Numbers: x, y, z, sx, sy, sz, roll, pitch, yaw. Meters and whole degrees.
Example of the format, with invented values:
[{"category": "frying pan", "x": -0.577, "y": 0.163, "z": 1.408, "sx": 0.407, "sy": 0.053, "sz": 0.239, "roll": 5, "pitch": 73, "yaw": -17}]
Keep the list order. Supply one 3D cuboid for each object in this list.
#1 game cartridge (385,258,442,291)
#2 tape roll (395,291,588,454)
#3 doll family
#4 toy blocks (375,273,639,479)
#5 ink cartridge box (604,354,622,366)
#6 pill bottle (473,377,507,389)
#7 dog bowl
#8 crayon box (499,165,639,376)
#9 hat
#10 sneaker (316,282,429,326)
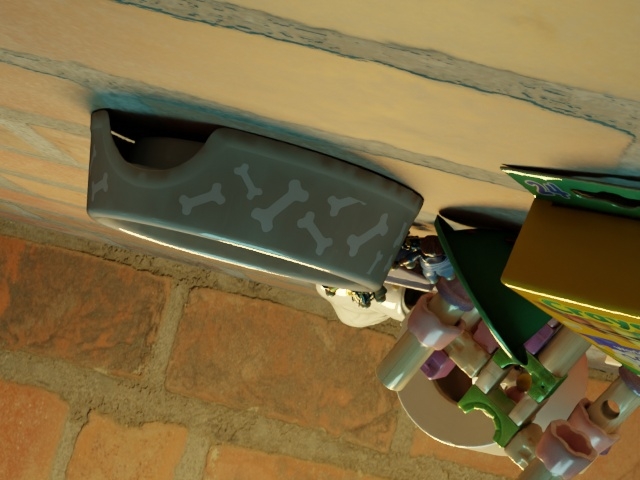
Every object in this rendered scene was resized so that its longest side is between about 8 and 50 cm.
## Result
[{"category": "game cartridge", "x": 0.000, "y": 0.000, "z": 1.851, "sx": 0.230, "sy": 0.068, "sz": 0.355, "roll": 6, "pitch": 171, "yaw": 33}, {"category": "tape roll", "x": 0.248, "y": 0.185, "z": 2.101, "sx": 0.246, "sy": 0.246, "sz": 0.169, "roll": 12, "pitch": 174, "yaw": 29}, {"category": "doll family", "x": 0.076, "y": 0.027, "z": 1.663, "sx": 0.193, "sy": 0.076, "sz": 0.111, "roll": -23, "pitch": 154, "yaw": 1}, {"category": "toy blocks", "x": 0.284, "y": 0.135, "z": 1.800, "sx": 0.288, "sy": 0.260, "sz": 0.309, "roll": 44, "pitch": -156, "yaw": 19}, {"category": "ink cartridge box", "x": 0.538, "y": 0.172, "z": 2.146, "sx": 0.261, "sy": 0.066, "sz": 0.296, "roll": 17, "pitch": 174, "yaw": -35}, {"category": "pill bottle", "x": 0.285, "y": 0.179, "z": 2.393, "sx": 0.283, "sy": 0.160, "sz": 0.160, "roll": 19, "pitch": 173, "yaw": -41}, {"category": "dog bowl", "x": -0.075, "y": -0.032, "z": 1.462, "sx": 0.348, "sy": 0.102, "sz": 0.349, "roll": 14, "pitch": 175, "yaw": 1}, {"category": "crayon box", "x": 0.291, "y": 0.056, "z": 1.160, "sx": 0.203, "sy": 0.083, "sz": 0.323, "roll": 13, "pitch": 165, "yaw": 47}, {"category": "hat", "x": 0.241, "y": 0.015, "z": 1.470, "sx": 0.173, "sy": 0.183, "sz": 0.208, "roll": 44, "pitch": -162, "yaw": -50}, {"category": "sneaker", "x": 0.114, "y": 0.095, "z": 2.269, "sx": 0.169, "sy": 0.108, "sz": 0.292, "roll": 16, "pitch": 174, "yaw": 21}]
